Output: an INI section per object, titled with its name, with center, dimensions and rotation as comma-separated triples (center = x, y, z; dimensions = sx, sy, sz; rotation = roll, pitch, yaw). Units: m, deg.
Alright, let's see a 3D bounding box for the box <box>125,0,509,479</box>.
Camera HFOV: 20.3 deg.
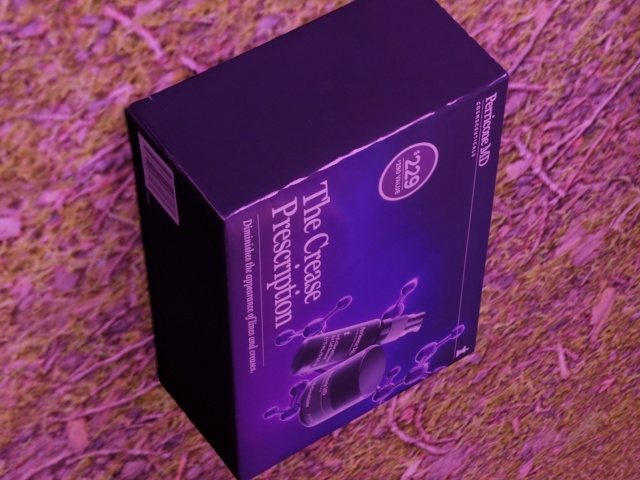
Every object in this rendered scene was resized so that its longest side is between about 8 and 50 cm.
[box]
center = 0.000, 0.000, 1.034
dimensions = 0.184, 0.103, 0.261
rotation = -30, 148, -21
